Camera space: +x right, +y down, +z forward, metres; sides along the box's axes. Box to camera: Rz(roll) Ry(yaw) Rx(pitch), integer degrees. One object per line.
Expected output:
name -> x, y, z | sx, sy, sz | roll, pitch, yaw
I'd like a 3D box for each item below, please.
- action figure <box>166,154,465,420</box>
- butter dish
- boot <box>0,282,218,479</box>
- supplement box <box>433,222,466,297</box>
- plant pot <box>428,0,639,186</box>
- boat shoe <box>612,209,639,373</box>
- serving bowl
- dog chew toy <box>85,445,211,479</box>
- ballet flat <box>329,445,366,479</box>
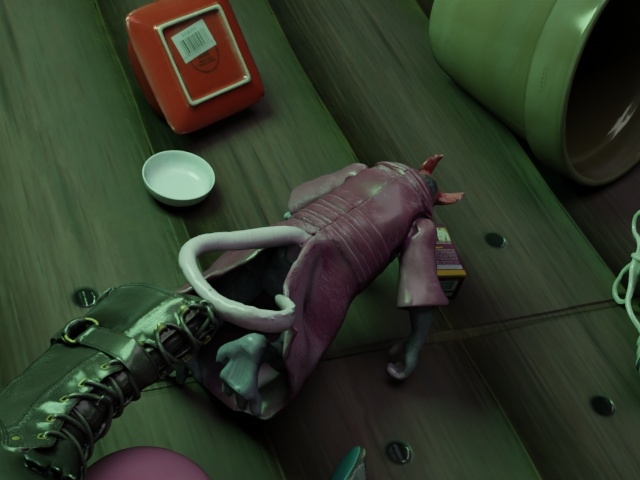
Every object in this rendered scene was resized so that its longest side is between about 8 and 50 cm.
action figure -> 0.000, 0.000, 0.990 | 0.248, 0.275, 0.370 | 37, 61, 28
butter dish -> -0.176, -0.219, 1.258 | 0.160, 0.118, 0.159 | -32, 105, -37
boot -> -0.163, 0.114, 0.724 | 0.229, 0.091, 0.263 | -39, 32, -27
supplement box -> 0.124, 0.022, 1.150 | 0.055, 0.043, 0.083 | 0, 47, -17
plant pot -> 0.307, -0.268, 1.344 | 0.323, 0.323, 0.280 | -27, 42, -36
boat shoe -> 0.418, 0.032, 1.166 | 0.156, 0.135, 0.367 | 38, 45, 20
serving bowl -> -0.165, -0.067, 1.162 | 0.083, 0.027, 0.083 | 9, 44, -8
dog chew toy -> -0.126, 0.278, 0.715 | 0.207, 0.206, 0.331 | 5, 28, -12
ballet flat -> 0.018, 0.238, 0.912 | 0.041, 0.041, 0.114 | 29, 45, 12
